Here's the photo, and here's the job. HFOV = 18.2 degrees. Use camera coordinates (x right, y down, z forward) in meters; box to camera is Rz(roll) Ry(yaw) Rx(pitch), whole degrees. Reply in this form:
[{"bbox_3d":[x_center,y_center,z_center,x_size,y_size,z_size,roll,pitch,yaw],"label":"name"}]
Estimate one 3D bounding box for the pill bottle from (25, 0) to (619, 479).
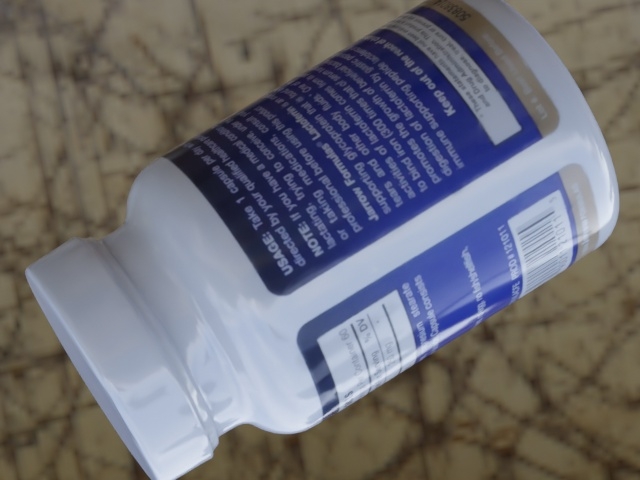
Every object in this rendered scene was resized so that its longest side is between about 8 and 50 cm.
[{"bbox_3d":[0.000,0.000,0.979,0.264,0.153,0.153,-31,-170,-12],"label":"pill bottle"}]
